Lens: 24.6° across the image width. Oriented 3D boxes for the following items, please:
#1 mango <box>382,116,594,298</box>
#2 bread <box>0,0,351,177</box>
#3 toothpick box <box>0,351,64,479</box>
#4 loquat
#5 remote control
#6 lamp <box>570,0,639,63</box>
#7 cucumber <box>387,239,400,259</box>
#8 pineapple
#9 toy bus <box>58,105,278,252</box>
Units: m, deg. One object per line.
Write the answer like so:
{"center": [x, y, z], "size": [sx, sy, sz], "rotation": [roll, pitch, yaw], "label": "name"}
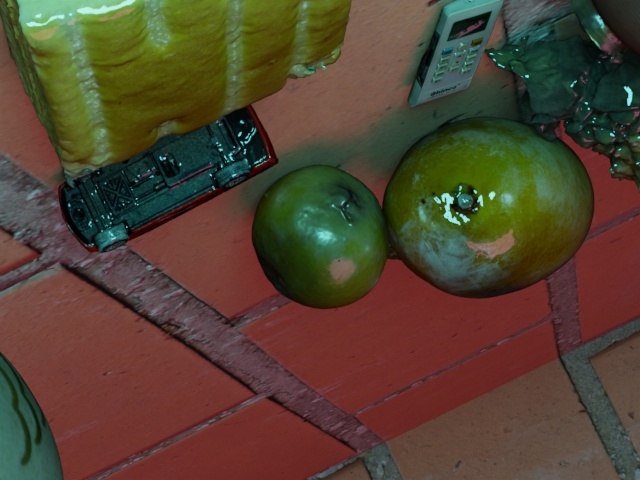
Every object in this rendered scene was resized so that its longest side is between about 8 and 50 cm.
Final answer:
{"center": [0.193, -0.040, 1.652], "size": [0.221, 0.199, 0.384], "rotation": [-22, 179, 16], "label": "mango"}
{"center": [-0.096, -0.161, 1.017], "size": [0.239, 0.111, 0.246], "rotation": [-21, 163, -12], "label": "bread"}
{"center": [-0.436, 0.212, 1.143], "size": [0.409, 0.409, 0.425], "rotation": [-28, 157, 9], "label": "toothpick box"}
{"center": [0.000, 0.000, 1.557], "size": [0.152, 0.152, 0.195], "rotation": [-19, 162, -19], "label": "loquat"}
{"center": [0.124, -0.182, 1.404], "size": [0.065, 0.029, 0.166], "rotation": [-19, 157, -18], "label": "remote control"}
{"center": [0.331, -0.259, 1.247], "size": [0.258, 0.180, 0.180], "rotation": [-36, 160, 26], "label": "lamp"}
{"center": [0.159, -0.013, 1.894], "size": [0.227, 0.069, 0.069], "rotation": [-14, 160, -23], "label": "cucumber"}
{"center": [0.340, -0.154, 1.534], "size": [0.357, 0.223, 0.223], "rotation": [8, 146, -35], "label": "pineapple"}
{"center": [-0.138, -0.058, 1.322], "size": [0.195, 0.081, 0.089], "rotation": [-28, 172, 4], "label": "toy bus"}
